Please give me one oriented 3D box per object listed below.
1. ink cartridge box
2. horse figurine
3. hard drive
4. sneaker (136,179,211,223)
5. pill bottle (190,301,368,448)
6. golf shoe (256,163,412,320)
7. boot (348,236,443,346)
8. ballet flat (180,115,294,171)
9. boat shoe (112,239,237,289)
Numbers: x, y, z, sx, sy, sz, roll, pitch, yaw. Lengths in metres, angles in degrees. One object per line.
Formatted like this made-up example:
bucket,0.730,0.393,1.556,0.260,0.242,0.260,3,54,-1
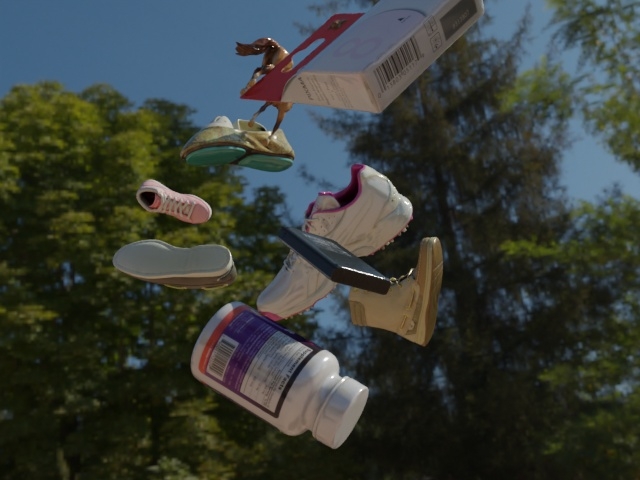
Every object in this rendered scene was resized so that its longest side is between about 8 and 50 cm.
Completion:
ink cartridge box,0.031,-0.218,0.945,0.232,0.189,0.066,19,-35,43
horse figurine,-0.102,-0.329,1.824,0.066,0.174,0.263,18,-33,24
hard drive,0.016,0.024,1.098,0.094,0.022,0.135,17,12,-37
sneaker,-0.259,-0.061,1.515,0.134,0.051,0.070,25,16,-1
pill bottle,-0.046,0.160,1.018,0.193,0.108,0.108,28,-13,19
golf shoe,0.000,0.000,1.410,0.306,0.115,0.140,-41,-63,-3
boot,0.167,0.099,1.972,0.203,0.262,0.095,14,29,21
ballet flat,-0.192,-0.221,1.951,0.123,0.123,0.348,-24,-14,35
boat shoe,-0.349,0.066,2.091,0.304,0.109,0.091,2,-34,15
